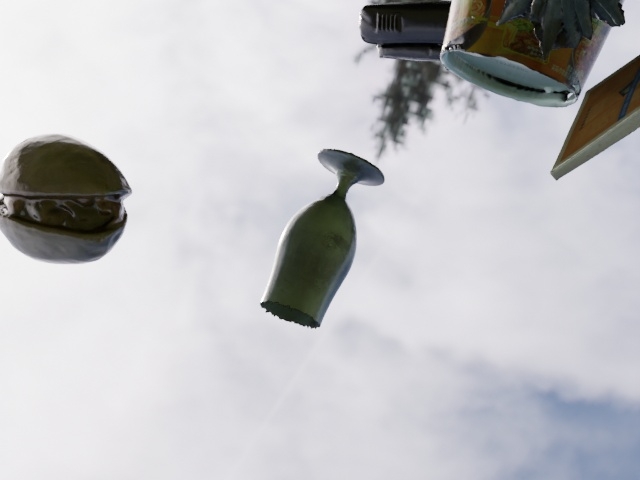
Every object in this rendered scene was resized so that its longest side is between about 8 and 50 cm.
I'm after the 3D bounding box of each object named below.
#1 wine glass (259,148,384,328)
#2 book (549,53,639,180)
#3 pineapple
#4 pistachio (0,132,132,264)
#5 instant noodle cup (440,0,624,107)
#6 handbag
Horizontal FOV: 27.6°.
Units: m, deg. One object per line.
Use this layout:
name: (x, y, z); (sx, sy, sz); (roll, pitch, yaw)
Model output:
wine glass: (0.000, 0.000, 1.528); (0.093, 0.093, 0.202); (21, -108, 5)
book: (0.331, -0.163, 1.266); (0.018, 0.242, 0.170); (44, -138, -11)
pineapple: (0.202, -0.253, 1.034); (0.130, 0.277, 0.119); (-41, -106, -8)
pistachio: (-0.232, -0.037, 1.187); (0.124, 0.124, 0.185); (-20, -156, -32)
instant noodle cup: (0.252, -0.276, 1.563); (0.230, 0.230, 0.182); (20, -94, 3)
handbag: (0.223, -0.310, 1.886); (0.275, 0.088, 0.244); (6, -164, 39)
